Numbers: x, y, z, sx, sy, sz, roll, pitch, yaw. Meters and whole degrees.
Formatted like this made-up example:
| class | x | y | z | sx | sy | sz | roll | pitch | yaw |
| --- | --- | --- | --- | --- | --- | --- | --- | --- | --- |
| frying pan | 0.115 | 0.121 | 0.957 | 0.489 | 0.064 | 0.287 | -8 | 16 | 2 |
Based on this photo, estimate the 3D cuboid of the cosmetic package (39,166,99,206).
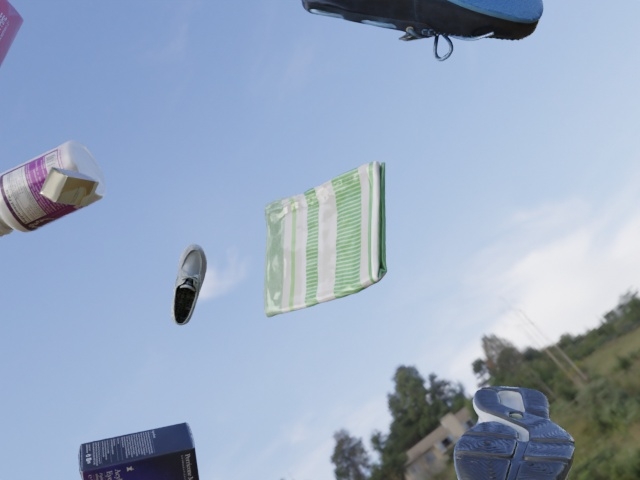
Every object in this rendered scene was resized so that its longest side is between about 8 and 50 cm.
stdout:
| class | x | y | z | sx | sy | sz | roll | pitch | yaw |
| --- | --- | --- | --- | --- | --- | --- | --- | --- | --- |
| cosmetic package | -0.487 | -0.103 | 1.494 | 0.060 | 0.041 | 0.115 | -63 | -14 | 7 |

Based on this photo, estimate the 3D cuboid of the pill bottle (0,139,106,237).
| class | x | y | z | sx | sy | sz | roll | pitch | yaw |
| --- | --- | --- | --- | --- | --- | --- | --- | --- | --- |
| pill bottle | -0.713 | -0.120 | 1.939 | 0.302 | 0.169 | 0.169 | -24 | -25 | 7 |

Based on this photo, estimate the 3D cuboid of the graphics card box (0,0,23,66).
| class | x | y | z | sx | sy | sz | roll | pitch | yaw |
| --- | --- | --- | --- | --- | --- | --- | --- | --- | --- |
| graphics card box | -0.697 | -0.271 | 1.339 | 0.371 | 0.232 | 0.094 | -32 | -55 | 13 |

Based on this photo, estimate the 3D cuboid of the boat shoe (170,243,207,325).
| class | x | y | z | sx | sy | sz | roll | pitch | yaw |
| --- | --- | --- | --- | --- | --- | --- | --- | --- | --- |
| boat shoe | -0.354 | 0.122 | 2.076 | 0.079 | 0.081 | 0.227 | 12 | -89 | -12 |

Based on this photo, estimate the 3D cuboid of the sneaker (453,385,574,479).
| class | x | y | z | sx | sy | sz | roll | pitch | yaw |
| --- | --- | --- | --- | --- | --- | --- | --- | --- | --- |
| sneaker | 0.302 | 0.410 | 1.198 | 0.447 | 0.169 | 0.257 | -21 | -68 | -74 |

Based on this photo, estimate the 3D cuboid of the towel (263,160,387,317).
| class | x | y | z | sx | sy | sz | roll | pitch | yaw |
| --- | --- | --- | --- | --- | --- | --- | --- | --- | --- |
| towel | 0.000 | 0.000 | 1.472 | 0.038 | 0.247 | 0.325 | 16 | -25 | -41 |

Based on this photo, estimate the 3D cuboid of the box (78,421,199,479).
| class | x | y | z | sx | sy | sz | roll | pitch | yaw |
| --- | --- | --- | --- | --- | --- | --- | --- | --- | --- |
| box | -0.331 | 0.446 | 1.428 | 0.207 | 0.108 | 0.153 | -10 | -74 | -15 |

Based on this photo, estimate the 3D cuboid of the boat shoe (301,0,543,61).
| class | x | y | z | sx | sy | sz | roll | pitch | yaw |
| --- | --- | --- | --- | --- | --- | --- | --- | --- | --- |
| boat shoe | 0.104 | -0.261 | 0.824 | 0.089 | 0.259 | 0.109 | 101 | -170 | -52 |
